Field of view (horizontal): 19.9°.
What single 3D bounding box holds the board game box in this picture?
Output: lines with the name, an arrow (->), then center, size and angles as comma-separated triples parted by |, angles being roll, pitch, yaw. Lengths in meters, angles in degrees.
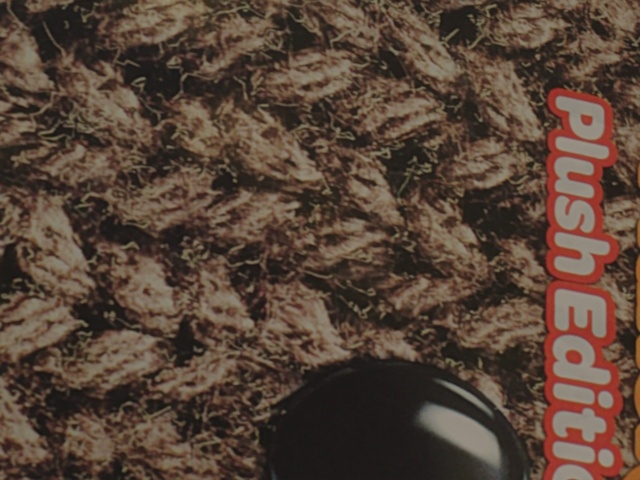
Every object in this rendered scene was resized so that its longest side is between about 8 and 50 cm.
board game box -> 0.000, 0.000, 0.428 | 0.141, 0.291, 0.232 | 121, -15, -58
